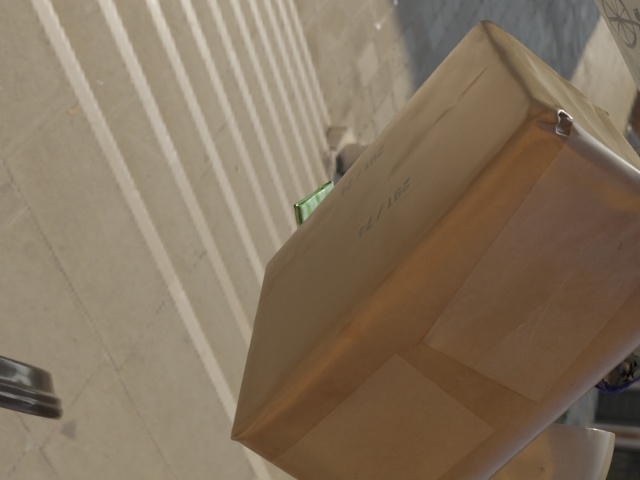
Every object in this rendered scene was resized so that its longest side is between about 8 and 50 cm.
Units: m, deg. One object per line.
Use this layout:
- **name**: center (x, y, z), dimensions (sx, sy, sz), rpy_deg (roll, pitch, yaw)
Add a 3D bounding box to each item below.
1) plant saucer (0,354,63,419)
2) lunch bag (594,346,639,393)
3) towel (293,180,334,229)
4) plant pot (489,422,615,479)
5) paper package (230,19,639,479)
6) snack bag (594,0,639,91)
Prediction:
- **plant saucer**: center (-0.347, 0.095, 0.733), dimensions (0.278, 0.278, 0.041), rpy_deg (37, 64, -58)
- **lunch bag**: center (0.583, 0.045, 1.509), dimensions (0.328, 0.239, 0.385), rpy_deg (-35, 138, -33)
- **towel**: center (0.000, 0.000, 1.302), dimensions (0.113, 0.023, 0.152), rpy_deg (-40, 125, -55)
- **plant pot**: center (0.353, 0.412, 1.504), dimensions (0.284, 0.284, 0.190), rpy_deg (30, 63, -60)
- **paper package**: center (0.101, 0.018, 0.697), dimensions (0.168, 0.325, 0.309), rpy_deg (35, 22, -13)
- **snack bag**: center (0.428, -0.202, 1.021), dimensions (0.323, 0.037, 0.342), rpy_deg (63, 6, -1)
